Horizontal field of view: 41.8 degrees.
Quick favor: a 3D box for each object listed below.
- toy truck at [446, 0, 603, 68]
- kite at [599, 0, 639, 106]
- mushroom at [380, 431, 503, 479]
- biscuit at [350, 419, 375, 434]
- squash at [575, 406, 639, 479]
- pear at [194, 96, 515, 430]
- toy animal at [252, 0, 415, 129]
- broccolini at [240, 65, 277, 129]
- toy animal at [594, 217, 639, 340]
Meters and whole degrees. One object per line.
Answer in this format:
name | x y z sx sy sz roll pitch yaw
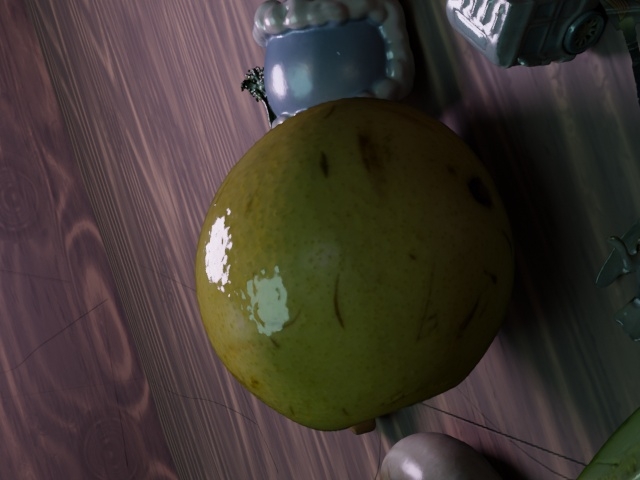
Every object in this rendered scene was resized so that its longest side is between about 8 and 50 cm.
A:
toy truck | 0.175 -0.260 0.666 0.108 0.140 0.256 54 148 33
kite | 0.251 -0.174 0.622 0.016 0.127 0.229 -76 -30 -73
mushroom | 0.131 0.377 1.061 0.243 0.243 0.243 42 141 47
biscuit | -0.024 0.141 1.319 0.343 0.057 0.287 60 170 -19
squash | 0.294 0.170 0.735 0.169 0.093 0.252 4 118 15
pear | 0.037 0.027 0.892 0.348 0.348 0.348 42 141 47
toy animal | 0.001 -0.220 1.021 0.208 0.156 0.204 6 111 64
broccolini | -0.088 -0.165 1.364 0.123 0.062 0.271 -120 24 -46
toy animal | 0.282 -0.002 0.670 0.219 0.095 0.155 19 126 58
